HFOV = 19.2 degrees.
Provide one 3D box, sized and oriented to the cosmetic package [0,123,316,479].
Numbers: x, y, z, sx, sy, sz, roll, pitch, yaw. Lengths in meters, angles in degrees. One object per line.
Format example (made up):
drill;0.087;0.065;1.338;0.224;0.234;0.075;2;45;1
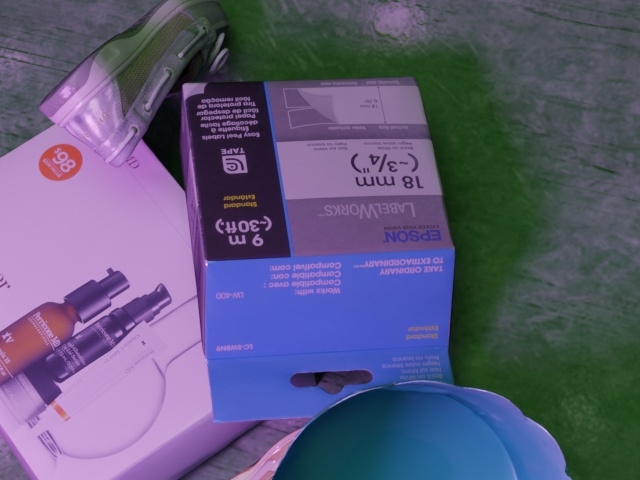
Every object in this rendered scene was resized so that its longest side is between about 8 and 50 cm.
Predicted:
cosmetic package;-0.227;0.069;1.882;0.284;0.097;0.377;-33;63;-15

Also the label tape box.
label tape box;0.000;0.000;1.806;0.240;0.106;0.334;-3;53;-10

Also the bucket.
bucket;0.078;0.249;1.653;0.281;0.183;0.281;0;88;-3

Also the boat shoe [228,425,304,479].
boat shoe;-0.039;0.226;1.815;0.135;0.050;0.045;-39;67;5

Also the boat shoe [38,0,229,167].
boat shoe;-0.171;-0.167;1.925;0.118;0.320;0.103;-40;94;28
